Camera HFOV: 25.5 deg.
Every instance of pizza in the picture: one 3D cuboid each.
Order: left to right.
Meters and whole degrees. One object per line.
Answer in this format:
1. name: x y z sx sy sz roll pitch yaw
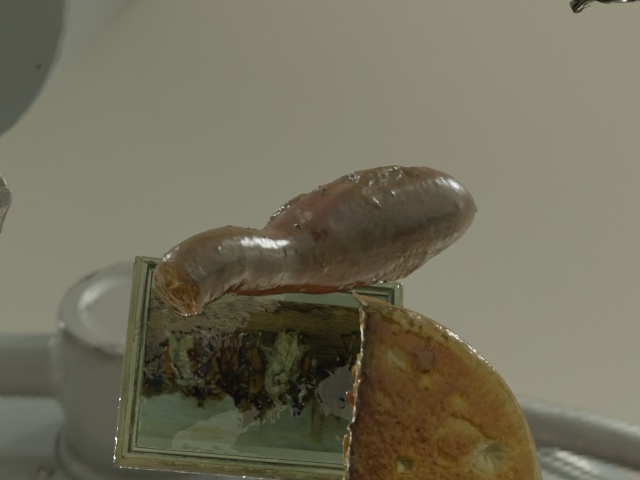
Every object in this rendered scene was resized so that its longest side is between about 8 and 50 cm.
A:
1. pizza: 0.063 0.122 0.886 0.178 0.041 0.131 37 -98 -7

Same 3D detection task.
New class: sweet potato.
1. sweet potato: 0.000 0.000 1.229 0.109 0.385 0.109 16 -68 43

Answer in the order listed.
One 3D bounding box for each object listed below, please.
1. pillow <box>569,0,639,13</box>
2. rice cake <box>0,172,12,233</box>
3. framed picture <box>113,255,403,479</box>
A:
1. pillow: 0.265 -0.247 0.658 0.228 0.326 0.101 15 -16 36
2. rice cake: -0.359 -0.060 0.967 0.298 0.050 0.106 21 -31 -11
3. framed picture: -0.052 0.123 1.351 0.274 0.217 0.017 5 -23 -9
